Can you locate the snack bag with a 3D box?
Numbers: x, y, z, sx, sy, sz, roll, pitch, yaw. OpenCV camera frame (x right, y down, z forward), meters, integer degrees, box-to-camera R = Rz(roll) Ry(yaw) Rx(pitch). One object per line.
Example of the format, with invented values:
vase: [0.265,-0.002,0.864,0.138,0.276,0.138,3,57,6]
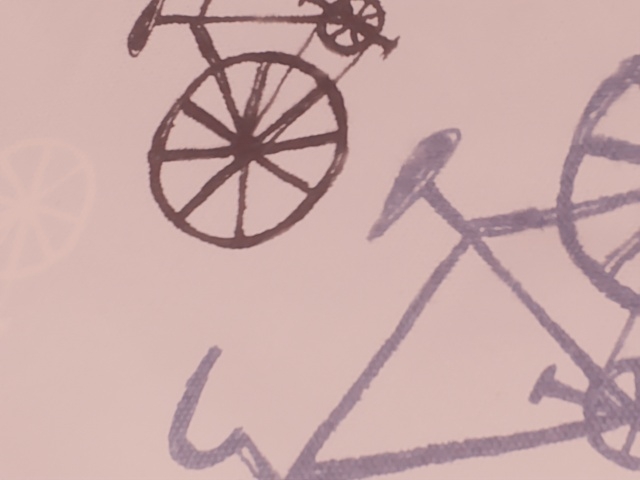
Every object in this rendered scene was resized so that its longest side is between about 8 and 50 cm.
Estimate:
snack bag: [0.000,0.000,0.482,0.342,0.037,0.323,24,76,24]
